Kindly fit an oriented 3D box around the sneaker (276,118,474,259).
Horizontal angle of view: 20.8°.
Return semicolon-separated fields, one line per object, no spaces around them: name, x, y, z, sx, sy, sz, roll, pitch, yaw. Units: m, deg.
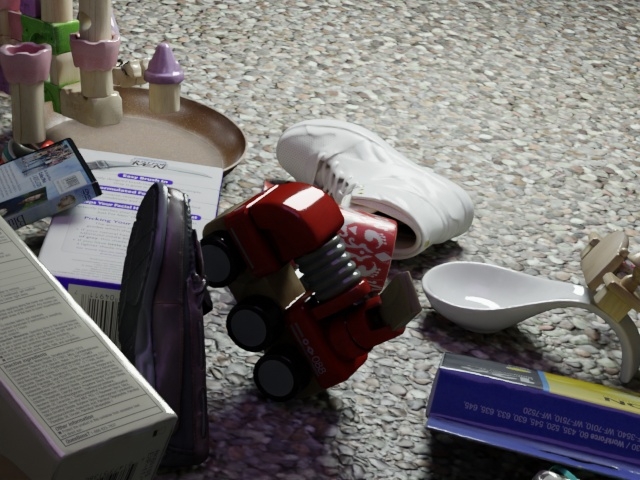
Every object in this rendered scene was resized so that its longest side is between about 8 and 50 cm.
sneaker;0.039;-0.069;2.270;0.293;0.108;0.169;24;26;23

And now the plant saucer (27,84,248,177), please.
plant saucer;-0.254;-0.130;2.351;0.311;0.050;0.310;9;25;-4

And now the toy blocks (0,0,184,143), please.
toy blocks;-0.342;-0.304;2.300;0.309;0.260;0.289;-15;25;-37

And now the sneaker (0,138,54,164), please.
sneaker;-0.332;-0.081;2.191;0.161;0.075;0.057;17;27;14

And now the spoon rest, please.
spoon rest;0.253;0.080;2.076;0.276;0.084;0.137;20;27;17

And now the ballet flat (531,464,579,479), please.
ballet flat;0.271;0.343;1.508;0.147;0.147;0.409;-6;29;-30

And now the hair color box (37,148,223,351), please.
hair color box;-0.219;0.016;2.004;0.185;0.110;0.339;8;28;-2

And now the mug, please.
mug;0.002;-0.007;2.132;0.169;0.113;0.150;13;27;-3

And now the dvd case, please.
dvd case;-0.387;-0.041;2.012;0.253;0.022;0.180;-23;25;-9

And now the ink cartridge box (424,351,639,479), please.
ink cartridge box;0.261;0.181;1.768;0.304;0.072;0.307;14;0;4

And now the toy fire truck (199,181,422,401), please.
toy fire truck;0.009;0.040;1.819;0.246;0.217;0.158;-24;7;32

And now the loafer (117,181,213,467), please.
loafer;-0.152;0.089;1.774;0.095;0.109;0.302;14;63;-21

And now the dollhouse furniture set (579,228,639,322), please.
dollhouse furniture set;0.473;0.077;1.993;0.303;0.174;0.355;40;12;-4

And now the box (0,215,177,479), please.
box;-0.294;0.123;1.658;0.148;0.121;0.311;-15;50;-42
